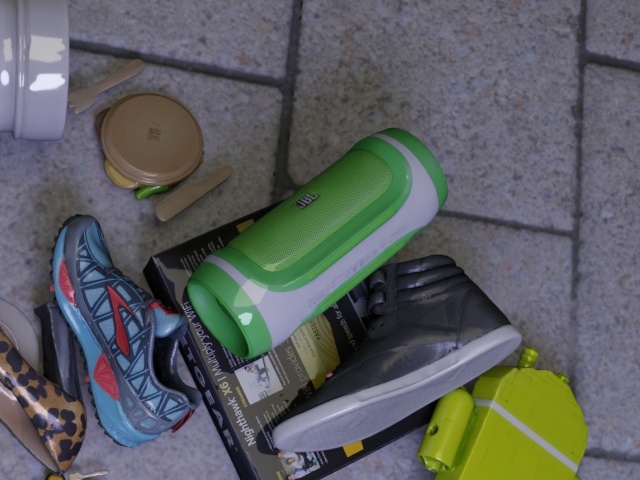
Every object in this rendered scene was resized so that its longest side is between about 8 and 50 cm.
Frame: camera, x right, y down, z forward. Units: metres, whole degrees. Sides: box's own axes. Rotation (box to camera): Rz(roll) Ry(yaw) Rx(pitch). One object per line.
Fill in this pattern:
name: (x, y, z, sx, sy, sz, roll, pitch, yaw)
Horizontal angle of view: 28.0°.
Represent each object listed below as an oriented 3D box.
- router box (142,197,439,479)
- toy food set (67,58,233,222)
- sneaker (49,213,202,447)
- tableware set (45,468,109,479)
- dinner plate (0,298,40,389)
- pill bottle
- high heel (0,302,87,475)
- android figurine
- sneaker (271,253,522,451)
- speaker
router box: (-0.029, 0.116, 1.481, 0.243, 0.081, 0.309, -23, 83, -21)
toy food set: (-0.204, -0.115, 1.522, 0.132, 0.038, 0.192, -35, 82, -28)
sneaker: (-0.202, 0.086, 1.409, 0.125, 0.104, 0.262, -20, 89, 18)
tableware set: (-0.271, 0.326, 1.390, 0.104, 0.024, 0.154, -6, 78, -14)
dinner plate: (-0.380, 0.127, 1.414, 0.141, 0.017, 0.141, 3, 76, -14)
pill bottle: (-0.479, -0.196, 1.357, 0.407, 0.229, 0.229, 0, 76, -15)
high heel: (-0.369, 0.160, 1.341, 0.261, 0.093, 0.186, 1, 74, -32)
android figurine: (0.218, 0.258, 1.484, 0.248, 0.056, 0.273, 36, 67, -30)
sneaker: (0.060, 0.119, 1.418, 0.295, 0.104, 0.147, -26, 65, -10)
speaker: (0.000, 0.000, 1.408, 0.296, 0.131, 0.131, -38, 88, -22)
